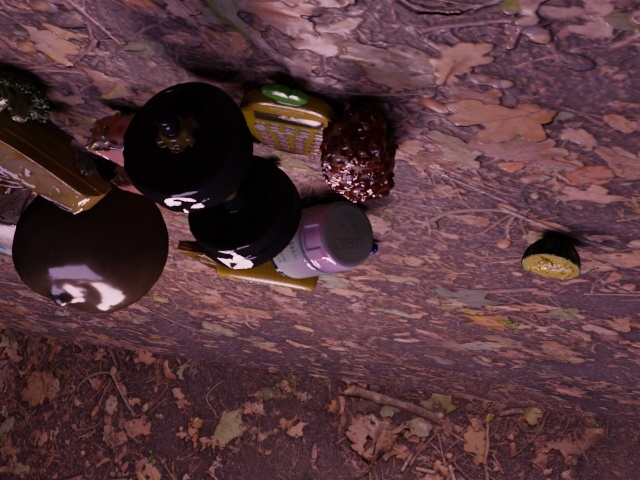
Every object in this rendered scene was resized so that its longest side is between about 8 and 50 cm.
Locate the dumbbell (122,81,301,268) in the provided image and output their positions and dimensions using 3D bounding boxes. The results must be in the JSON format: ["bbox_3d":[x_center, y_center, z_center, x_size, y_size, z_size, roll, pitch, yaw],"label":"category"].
[{"bbox_3d":[-0.153,-0.088,1.390,0.185,0.185,0.388,5,159,21],"label":"dumbbell"}]

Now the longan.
[{"bbox_3d":[-0.442,0.003,1.800,0.297,0.297,0.297,11,163,3],"label":"longan"}]

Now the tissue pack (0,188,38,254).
[{"bbox_3d":[-0.671,-0.045,2.057,0.201,0.124,0.271,8,163,11],"label":"tissue pack"}]

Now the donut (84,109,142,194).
[{"bbox_3d":[-0.273,-0.137,1.558,0.199,0.085,0.233,11,163,5],"label":"donut"}]

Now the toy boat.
[{"bbox_3d":[-0.483,-0.163,1.525,0.310,0.115,0.089,33,130,-22],"label":"toy boat"}]

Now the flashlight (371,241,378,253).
[{"bbox_3d":[0.063,0.002,1.851,0.121,0.036,0.057,23,159,-31],"label":"flashlight"}]

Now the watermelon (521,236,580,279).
[{"bbox_3d":[0.412,0.028,1.651,0.105,0.062,0.105,15,157,7],"label":"watermelon"}]

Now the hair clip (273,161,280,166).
[{"bbox_3d":[-0.126,-0.110,1.631,0.172,0.049,0.049,-7,154,44],"label":"hair clip"}]

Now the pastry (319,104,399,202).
[{"bbox_3d":[0.059,-0.116,1.350,0.115,0.097,0.208,-8,162,5],"label":"pastry"}]

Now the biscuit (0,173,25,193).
[{"bbox_3d":[-0.680,-0.177,1.663,0.366,0.115,0.268,16,162,-8],"label":"biscuit"}]

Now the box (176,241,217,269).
[{"bbox_3d":[-0.265,0.042,2.203,0.090,0.023,0.133,8,164,37],"label":"box"}]

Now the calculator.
[{"bbox_3d":[-0.044,-0.177,1.370,0.146,0.032,0.235,11,164,4],"label":"calculator"}]

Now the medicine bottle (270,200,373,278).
[{"bbox_3d":[0.000,0.000,1.724,0.135,0.135,0.168,24,160,-33],"label":"medicine bottle"}]

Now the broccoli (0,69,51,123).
[{"bbox_3d":[-0.471,-0.215,1.447,0.095,0.092,0.097,-6,149,-10],"label":"broccoli"}]

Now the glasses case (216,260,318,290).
[{"bbox_3d":[-0.118,0.061,2.090,0.234,0.079,0.064,9,170,10],"label":"glasses case"}]
